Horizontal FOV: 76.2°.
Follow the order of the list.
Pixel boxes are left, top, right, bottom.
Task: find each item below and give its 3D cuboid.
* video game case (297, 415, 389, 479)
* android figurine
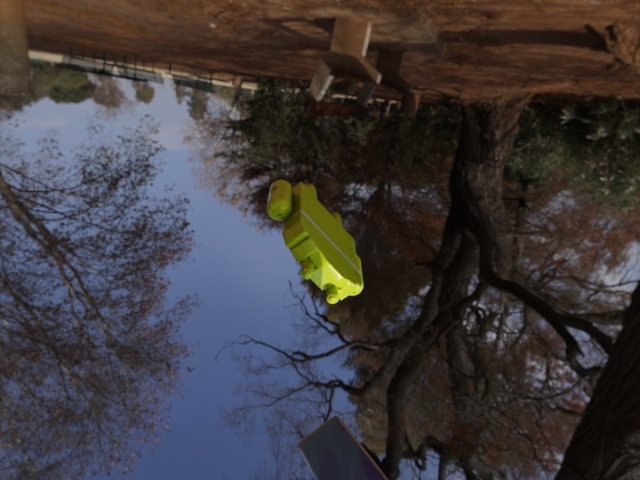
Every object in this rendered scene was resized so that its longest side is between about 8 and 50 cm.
[{"bbox_3d":[0.093,0.341,0.384,0.061,0.245,0.269,-30,-159,-16],"label":"video game case"},{"bbox_3d":[0.000,0.000,0.733,0.248,0.056,0.273,46,-159,-27],"label":"android figurine"}]
